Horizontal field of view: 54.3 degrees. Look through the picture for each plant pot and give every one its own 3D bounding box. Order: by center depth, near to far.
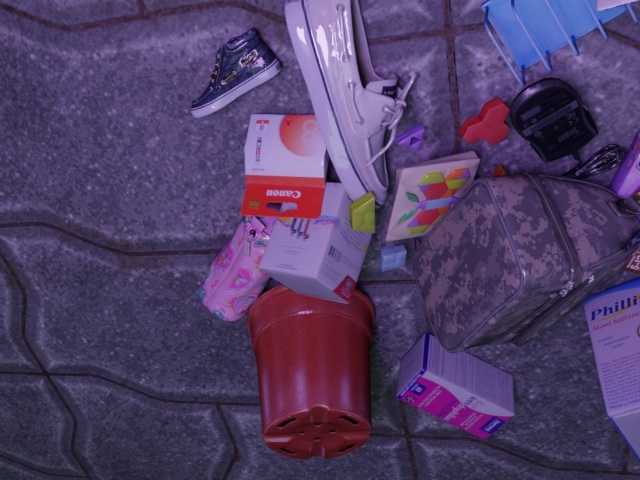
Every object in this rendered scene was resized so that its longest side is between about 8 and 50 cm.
[{"bbox_3d":[-0.011,0.264,1.229,0.273,0.265,0.272,-3,137,-3],"label":"plant pot"}]

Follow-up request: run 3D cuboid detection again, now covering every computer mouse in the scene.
[{"bbox_3d":[0.337,-0.152,0.969,0.184,0.060,0.262,-34,137,30],"label":"computer mouse"}]

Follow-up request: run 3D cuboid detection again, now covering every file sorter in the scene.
[{"bbox_3d":[0.325,-0.309,0.855,0.170,0.104,0.118,-28,115,30],"label":"file sorter"}]

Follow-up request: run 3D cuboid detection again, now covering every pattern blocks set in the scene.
[{"bbox_3d":[0.186,-0.070,1.035,0.286,0.026,0.324,-19,141,-2],"label":"pattern blocks set"}]

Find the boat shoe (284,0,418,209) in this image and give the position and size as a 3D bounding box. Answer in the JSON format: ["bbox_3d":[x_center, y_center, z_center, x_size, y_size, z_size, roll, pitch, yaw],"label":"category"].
[{"bbox_3d":[0.079,-0.223,0.983,0.157,0.136,0.366,-12,112,20],"label":"boat shoe"}]

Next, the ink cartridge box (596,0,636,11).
[{"bbox_3d":[0.433,-0.363,0.681,0.239,0.274,0.060,-9,147,35],"label":"ink cartridge box"}]

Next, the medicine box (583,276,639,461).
[{"bbox_3d":[0.597,0.251,1.077,0.149,0.289,0.263,-28,114,28],"label":"medicine box"}]

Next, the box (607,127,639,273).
[{"bbox_3d":[0.571,-0.067,0.995,0.201,0.057,0.293,15,129,5],"label":"box"}]

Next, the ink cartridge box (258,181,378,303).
[{"bbox_3d":[0.000,0.000,1.095,0.128,0.176,0.128,8,159,36],"label":"ink cartridge box"}]

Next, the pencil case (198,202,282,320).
[{"bbox_3d":[-0.144,0.038,1.233,0.124,0.124,0.284,30,130,-8],"label":"pencil case"}]

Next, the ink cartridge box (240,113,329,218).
[{"bbox_3d":[-0.061,-0.129,1.058,0.146,0.179,0.045,4,158,13],"label":"ink cartridge box"}]

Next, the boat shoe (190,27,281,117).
[{"bbox_3d":[-0.159,-0.279,1.043,0.184,0.065,0.083,-25,115,22],"label":"boat shoe"}]

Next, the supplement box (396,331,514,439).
[{"bbox_3d":[0.286,0.309,1.323,0.220,0.113,0.111,26,127,-6],"label":"supplement box"}]

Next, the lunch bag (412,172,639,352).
[{"bbox_3d":[0.333,0.036,1.015,0.256,0.212,0.305,-6,149,-21],"label":"lunch bag"}]
